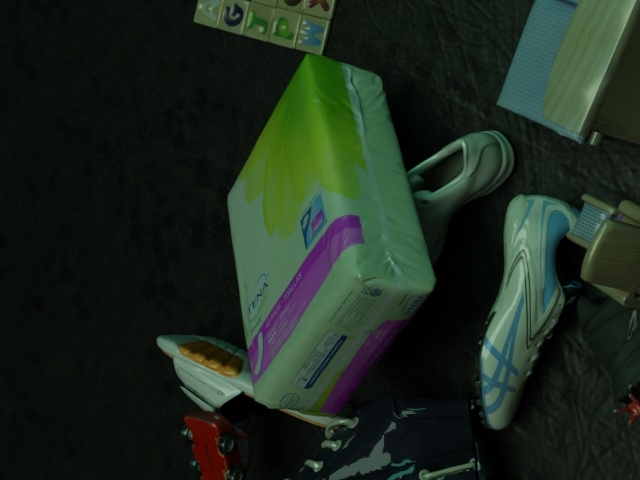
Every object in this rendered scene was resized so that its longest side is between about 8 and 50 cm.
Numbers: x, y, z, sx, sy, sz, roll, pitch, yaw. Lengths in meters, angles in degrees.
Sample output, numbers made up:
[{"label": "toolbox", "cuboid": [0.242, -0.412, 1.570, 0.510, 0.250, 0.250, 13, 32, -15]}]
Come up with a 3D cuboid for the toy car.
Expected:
[{"label": "toy car", "cuboid": [-0.106, 0.299, 1.566, 0.225, 0.053, 0.239, -31, 96, 47]}]

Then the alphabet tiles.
[{"label": "alphabet tiles", "cuboid": [-0.046, -0.341, 1.578, 0.198, 0.009, 0.237, 20, 102, 36]}]

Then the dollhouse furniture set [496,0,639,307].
[{"label": "dollhouse furniture set", "cuboid": [0.197, -0.139, 1.211, 0.303, 0.198, 0.286, 38, 111, 50]}]

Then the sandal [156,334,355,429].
[{"label": "sandal", "cuboid": [-0.083, 0.172, 1.542, 0.265, 0.102, 0.076, 22, 100, 34]}]

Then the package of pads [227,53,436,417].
[{"label": "package of pads", "cuboid": [0.000, 0.000, 1.395, 0.229, 0.101, 0.297, 123, 147, -42]}]

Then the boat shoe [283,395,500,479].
[{"label": "boat shoe", "cuboid": [0.016, 0.244, 1.414, 0.340, 0.127, 0.158, -7, 78, 9]}]

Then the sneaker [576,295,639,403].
[{"label": "sneaker", "cuboid": [0.328, 0.013, 1.231, 0.286, 0.109, 0.130, -49, 55, 24]}]

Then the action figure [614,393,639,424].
[{"label": "action figure", "cuboid": [0.362, 0.109, 1.184, 0.091, 0.139, 0.280, 50, 120, 28]}]

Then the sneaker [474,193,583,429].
[{"label": "sneaker", "cuboid": [0.198, 0.075, 1.344, 0.086, 0.085, 0.237, 13, 106, 11]}]

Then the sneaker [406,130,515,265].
[{"label": "sneaker", "cuboid": [0.096, -0.033, 1.412, 0.212, 0.094, 0.080, -51, 63, 26]}]
